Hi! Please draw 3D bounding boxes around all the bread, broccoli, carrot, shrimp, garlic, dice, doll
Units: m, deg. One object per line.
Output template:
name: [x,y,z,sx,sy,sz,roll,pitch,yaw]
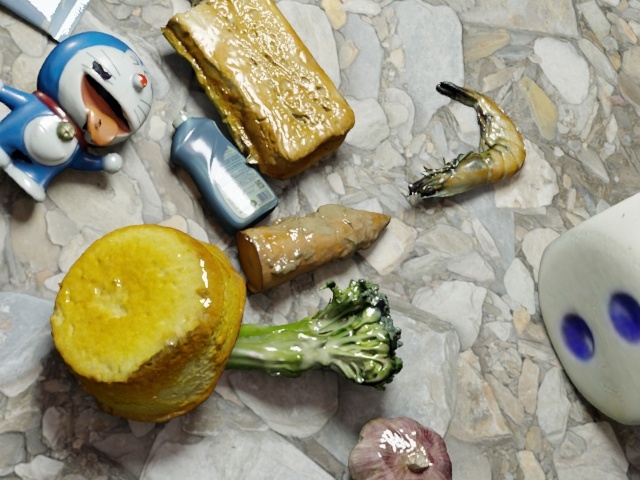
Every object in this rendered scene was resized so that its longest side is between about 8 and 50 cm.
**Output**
bread: [-0.229,0.098,1.261,0.268,0.146,0.268,-5,64,10]
broccoli: [-0.036,0.144,1.351,0.304,0.145,0.165,-5,84,-8]
bread: [-0.116,-0.273,1.462,0.185,0.109,0.380,-32,83,-26]
carrot: [0.000,0.000,1.428,0.263,0.102,0.102,-16,78,-28]
shrimp: [0.211,-0.166,1.569,0.262,0.051,0.198,-23,73,-26]
garlic: [0.116,0.319,1.341,0.147,0.102,0.159,-41,87,-23]
dice: [0.522,0.084,1.437,0.277,0.304,0.304,-22,80,-22]
doll: [-0.352,-0.179,1.331,0.257,0.161,0.215,-49,119,-14]

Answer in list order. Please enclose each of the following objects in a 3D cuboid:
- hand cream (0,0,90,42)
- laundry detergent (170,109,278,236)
hand cream: [-0.483,-0.398,1.422,0.271,0.058,0.091,29,69,-12]
laundry detergent: [-0.155,-0.109,1.421,0.096,0.061,0.206,-35,85,-24]
